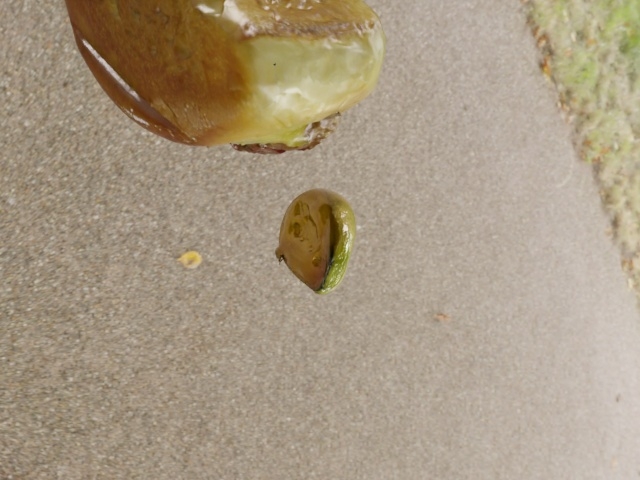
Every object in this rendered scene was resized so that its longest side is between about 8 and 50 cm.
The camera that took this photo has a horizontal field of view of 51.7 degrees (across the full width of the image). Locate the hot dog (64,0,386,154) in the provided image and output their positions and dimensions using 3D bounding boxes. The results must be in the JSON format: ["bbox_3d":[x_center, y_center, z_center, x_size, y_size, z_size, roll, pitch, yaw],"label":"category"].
[{"bbox_3d":[-0.128,-0.232,0.701,0.185,0.223,0.405,-26,67,-41],"label":"hot dog"}]

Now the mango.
[{"bbox_3d":[0.000,0.000,0.728,0.066,0.101,0.187,31,17,-22],"label":"mango"}]
